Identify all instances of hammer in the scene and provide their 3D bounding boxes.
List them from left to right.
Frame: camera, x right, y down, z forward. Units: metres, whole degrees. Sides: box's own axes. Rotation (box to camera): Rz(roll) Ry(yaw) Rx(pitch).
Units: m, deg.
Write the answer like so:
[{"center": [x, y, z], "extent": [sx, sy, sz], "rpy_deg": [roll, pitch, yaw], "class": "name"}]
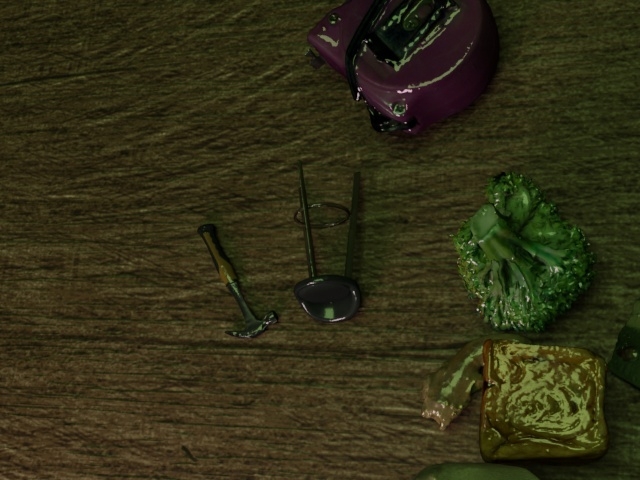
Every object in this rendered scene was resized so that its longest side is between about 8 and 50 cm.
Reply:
[{"center": [-0.137, 0.059, 1.766], "extent": [0.078, 0.021, 0.201], "rpy_deg": [-34, 64, 8], "class": "hammer"}]

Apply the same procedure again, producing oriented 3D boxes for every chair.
[{"center": [0.001, 0.000, 1.690], "extent": [0.104, 0.095, 0.221], "rpy_deg": [-16, 68, 29], "class": "chair"}]

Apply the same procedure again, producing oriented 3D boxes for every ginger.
[{"center": [0.200, 0.175, 1.578], "extent": [0.173, 0.051, 0.069], "rpy_deg": [-43, 66, 6], "class": "ginger"}]

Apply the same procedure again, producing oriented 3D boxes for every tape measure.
[{"center": [0.127, -0.278, 1.700], "extent": [0.245, 0.149, 0.231], "rpy_deg": [-47, 61, 2], "class": "tape measure"}]

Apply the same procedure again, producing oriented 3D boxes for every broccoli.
[{"center": [0.249, 0.004, 1.536], "extent": [0.194, 0.194, 0.220], "rpy_deg": [-10, 64, 19], "class": "broccoli"}]

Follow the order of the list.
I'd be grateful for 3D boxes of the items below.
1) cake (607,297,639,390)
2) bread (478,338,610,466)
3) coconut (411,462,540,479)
[{"center": [0.476, 0.141, 1.414], "extent": [0.283, 0.172, 0.158], "rpy_deg": [29, 83, 29], "class": "cake"}, {"center": [0.273, 0.202, 1.474], "extent": [0.158, 0.143, 0.149], "rpy_deg": [-3, 77, 10], "class": "bread"}, {"center": [0.183, 0.376, 1.390], "extent": [0.237, 0.237, 0.266], "rpy_deg": [-32, 106, 9], "class": "coconut"}]
